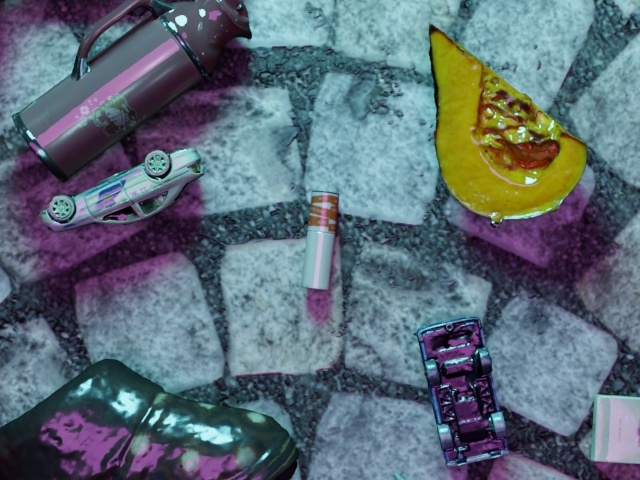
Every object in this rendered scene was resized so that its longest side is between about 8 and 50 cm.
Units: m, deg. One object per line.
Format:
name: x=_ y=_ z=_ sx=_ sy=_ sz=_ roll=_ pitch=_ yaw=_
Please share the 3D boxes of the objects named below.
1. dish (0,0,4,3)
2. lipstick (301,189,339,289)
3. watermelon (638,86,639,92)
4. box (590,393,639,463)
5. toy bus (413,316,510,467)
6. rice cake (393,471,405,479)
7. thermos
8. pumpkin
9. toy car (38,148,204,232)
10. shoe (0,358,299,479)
dish: x=-0.465 y=-0.351 z=1.419 sx=0.256 sy=0.256 sz=0.117 roll=-12 pitch=92 yaw=-1
lipstick: x=0.000 y=0.000 z=1.523 sx=0.038 sy=0.038 sz=0.130 roll=7 pitch=89 yaw=-1
watermelon: x=0.573 y=-0.198 z=1.499 sx=0.232 sy=0.193 sz=0.310 roll=-2 pitch=102 yaw=-20
box: x=0.450 y=0.257 z=1.530 sx=0.167 sy=0.024 sz=0.090 roll=4 pitch=89 yaw=0
toy bus: x=0.182 y=0.190 z=1.488 sx=0.090 sy=0.106 sz=0.184 roll=-12 pitch=94 yaw=3
rice cake: x=0.158 y=0.401 z=1.503 sx=0.206 sy=0.069 sz=0.063 roll=42 pitch=89 yaw=-1
thermos: x=-0.244 y=-0.228 z=1.487 sx=0.330 sy=0.109 sz=0.136 roll=-37 pitch=98 yaw=-1
pumpkin: x=0.207 y=-0.142 z=1.508 sx=0.278 sy=0.111 sz=0.163 roll=39 pitch=104 yaw=-1
toy car: x=-0.257 y=-0.057 z=1.497 sx=0.224 sy=0.090 sz=0.076 roll=-25 pitch=95 yaw=-1
shoe: x=-0.234 y=0.261 z=1.449 sx=0.384 sy=0.171 sz=0.237 roll=-20 pitch=93 yaw=6
